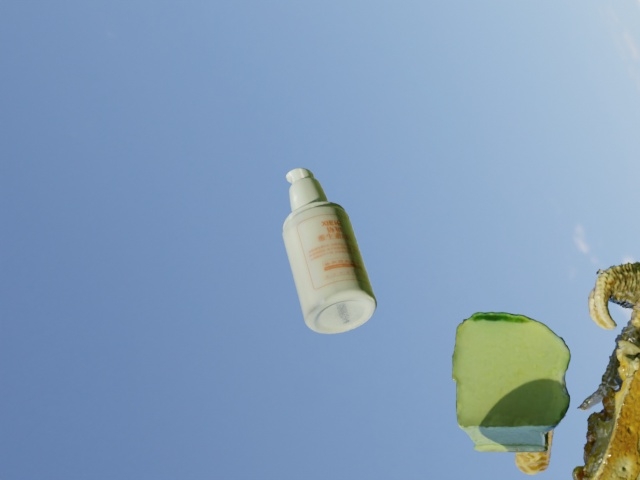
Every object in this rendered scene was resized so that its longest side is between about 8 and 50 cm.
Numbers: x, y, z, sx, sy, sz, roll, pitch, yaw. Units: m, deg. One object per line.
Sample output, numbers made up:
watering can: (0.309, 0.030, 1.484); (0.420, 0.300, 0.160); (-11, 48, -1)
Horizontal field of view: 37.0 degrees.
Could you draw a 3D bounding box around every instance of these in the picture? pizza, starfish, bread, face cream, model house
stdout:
pizza: (0.560, 0.333, 1.630); (0.268, 0.087, 0.257); (28, -99, -29)
starfish: (0.587, 0.158, 1.773); (0.324, 0.082, 0.432); (-46, -37, -24)
bread: (0.435, 0.350, 1.918); (0.084, 0.077, 0.367); (-71, -18, -44)
face cream: (0.000, 0.000, 1.322); (0.101, 0.101, 0.251); (26, -142, -44)
model house: (0.333, 0.253, 1.647); (0.189, 0.195, 0.214); (67, -159, -55)
